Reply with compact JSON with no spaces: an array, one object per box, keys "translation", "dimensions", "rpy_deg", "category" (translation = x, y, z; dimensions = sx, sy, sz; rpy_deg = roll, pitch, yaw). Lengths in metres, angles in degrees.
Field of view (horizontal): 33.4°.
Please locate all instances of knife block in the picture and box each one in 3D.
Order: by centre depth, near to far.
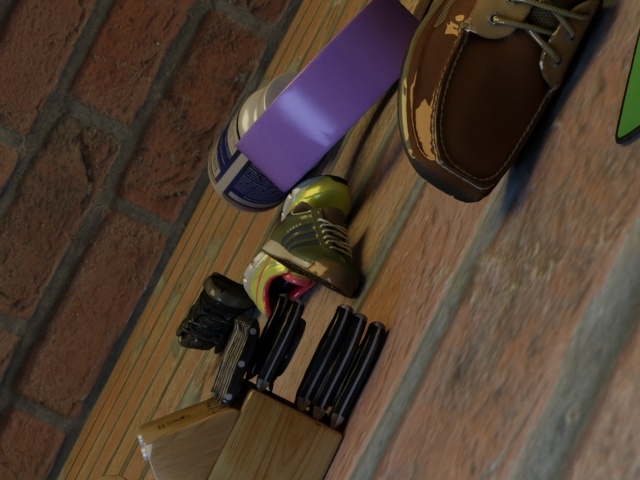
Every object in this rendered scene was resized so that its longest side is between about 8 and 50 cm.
[{"translation":[-0.032,0.196,0.974],"dimensions":[0.088,0.242,0.276],"rpy_deg":[-177,68,-78],"category":"knife block"}]

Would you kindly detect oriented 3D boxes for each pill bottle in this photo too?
[{"translation":[-0.075,-0.156,1.707],"dimensions":[0.264,0.153,0.153],"rpy_deg":[-40,25,61],"category":"pill bottle"}]

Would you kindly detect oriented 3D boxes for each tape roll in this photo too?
[{"translation":[0.018,-0.188,1.349],"dimensions":[0.275,0.090,0.275],"rpy_deg":[-47,5,5],"category":"tape roll"}]

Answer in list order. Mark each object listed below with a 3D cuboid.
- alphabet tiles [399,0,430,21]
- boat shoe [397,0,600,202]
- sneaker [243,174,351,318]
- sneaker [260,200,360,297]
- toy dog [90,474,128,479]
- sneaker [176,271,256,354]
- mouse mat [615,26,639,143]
[{"translation":[0.180,-0.431,1.547],"dimensions":[0.284,0.021,0.278],"rpy_deg":[-63,11,0],"category":"alphabet tiles"},{"translation":[0.160,-0.188,0.861],"dimensions":[0.120,0.122,0.324],"rpy_deg":[-32,33,62],"category":"boat shoe"},{"translation":[-0.020,0.015,1.316],"dimensions":[0.208,0.081,0.094],"rpy_deg":[-59,26,24],"category":"sneaker"},{"translation":[0.000,0.000,1.195],"dimensions":[0.086,0.064,0.192],"rpy_deg":[-58,28,-6],"category":"sneaker"},{"translation":[-0.218,0.393,1.127],"dimensions":[0.161,0.220,0.334],"rpy_deg":[-15,38,19],"category":"toy dog"},{"translation":[-0.162,0.119,1.649],"dimensions":[0.130,0.087,0.227],"rpy_deg":[-65,9,-4],"category":"sneaker"},{"translation":[0.252,-0.163,0.686],"dimensions":[0.152,0.007,0.190],"rpy_deg":[-42,22,59],"category":"mouse mat"}]
